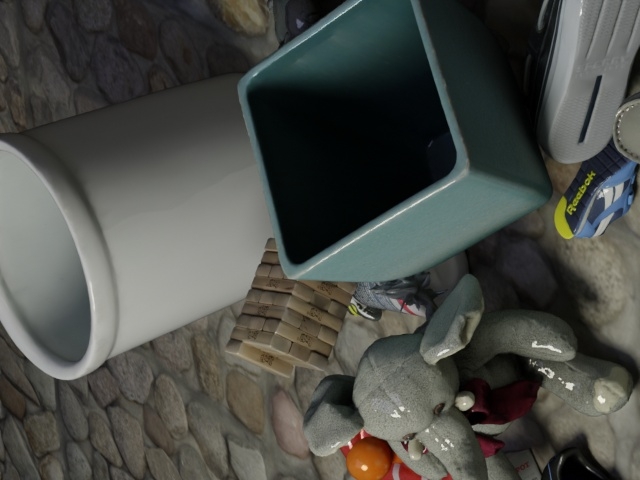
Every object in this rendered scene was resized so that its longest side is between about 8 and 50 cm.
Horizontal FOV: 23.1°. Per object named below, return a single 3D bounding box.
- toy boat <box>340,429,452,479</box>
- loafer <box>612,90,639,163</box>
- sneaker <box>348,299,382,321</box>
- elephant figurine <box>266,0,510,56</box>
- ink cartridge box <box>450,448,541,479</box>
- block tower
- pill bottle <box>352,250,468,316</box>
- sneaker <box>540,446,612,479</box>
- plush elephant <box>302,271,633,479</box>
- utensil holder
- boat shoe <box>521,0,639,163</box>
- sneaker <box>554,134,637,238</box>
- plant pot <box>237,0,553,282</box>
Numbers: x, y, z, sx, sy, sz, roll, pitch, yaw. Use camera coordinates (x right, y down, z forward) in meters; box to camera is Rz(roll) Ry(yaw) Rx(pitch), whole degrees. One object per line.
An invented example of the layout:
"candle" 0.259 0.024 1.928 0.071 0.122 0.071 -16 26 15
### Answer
"toy boat" 0.095 0.265 2.030 0.231 0.151 0.151 0 108 54
"loafer" 0.390 -0.093 1.457 0.319 0.111 0.112 9 115 52
"sneaker" 0.055 0.088 2.099 0.083 0.031 0.035 38 150 42
"elephant figurine" 0.073 -0.246 1.796 0.169 0.240 0.186 108 158 -64
"ink cartridge box" 0.231 0.346 1.925 0.063 0.109 0.150 -27 86 57
"block tower" 0.000 0.000 1.906 0.097 0.091 0.335 6 71 53
"pill bottle" 0.087 0.033 1.948 0.180 0.108 0.108 7 114 52
"sneaker" 0.335 0.342 1.806 0.232 0.081 0.090 49 149 27
"plush elephant" 0.138 0.172 1.721 0.330 0.255 0.272 48 119 5
"utensil holder" -0.231 -0.033 2.101 0.328 0.385 0.327 29 130 42
"boat shoe" 0.259 -0.233 1.548 0.119 0.121 0.335 56 144 39
"sneaker" 0.305 -0.061 1.653 0.144 0.059 0.053 -58 37 30
"plant pot" 0.106 -0.097 1.652 0.248 0.252 0.247 -32 60 33
